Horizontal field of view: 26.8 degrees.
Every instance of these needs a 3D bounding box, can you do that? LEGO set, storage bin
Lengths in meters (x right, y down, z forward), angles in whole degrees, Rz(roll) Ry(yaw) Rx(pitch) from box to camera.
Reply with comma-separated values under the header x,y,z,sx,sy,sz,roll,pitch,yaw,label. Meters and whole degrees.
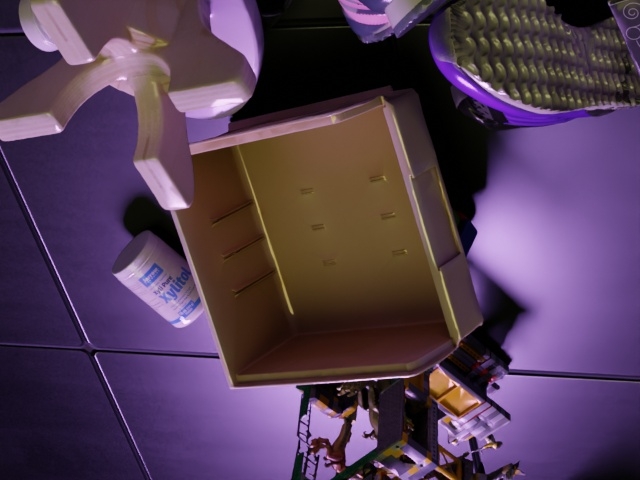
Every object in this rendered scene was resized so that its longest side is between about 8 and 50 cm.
x,y,z,sx,sy,sz,roll,pitch,yaw,label
0.100,0.234,1.521,0.192,0.331,0.255,39,113,-21,LEGO set
0.000,0.000,1.343,0.260,0.123,0.262,-8,104,39,storage bin

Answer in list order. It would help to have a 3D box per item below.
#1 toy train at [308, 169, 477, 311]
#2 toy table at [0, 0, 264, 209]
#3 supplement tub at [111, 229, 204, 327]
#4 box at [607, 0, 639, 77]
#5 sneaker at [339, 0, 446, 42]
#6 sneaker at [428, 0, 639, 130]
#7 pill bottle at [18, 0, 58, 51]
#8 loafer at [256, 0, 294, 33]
x,y,z,sx,sy,sz,roll,pitch,yaw,label
0.033,0.002,1.453,0.248,0.105,0.143,-25,110,37,toy train
-0.163,-0.169,1.182,0.252,0.160,0.274,-16,132,31,toy table
-0.186,0.047,1.589,0.107,0.071,0.071,42,132,-22,supplement tub
0.326,-0.216,1.019,0.163,0.247,0.142,-13,128,29,box
0.050,-0.243,1.106,0.112,0.319,0.131,-40,98,-1,sneaker
0.163,-0.141,1.169,0.146,0.102,0.293,-13,171,40,sneaker
-0.218,-0.236,1.314,0.152,0.086,0.086,-13,127,31,pill bottle
-0.063,-0.238,1.259,0.076,0.078,0.223,30,138,-14,loafer
